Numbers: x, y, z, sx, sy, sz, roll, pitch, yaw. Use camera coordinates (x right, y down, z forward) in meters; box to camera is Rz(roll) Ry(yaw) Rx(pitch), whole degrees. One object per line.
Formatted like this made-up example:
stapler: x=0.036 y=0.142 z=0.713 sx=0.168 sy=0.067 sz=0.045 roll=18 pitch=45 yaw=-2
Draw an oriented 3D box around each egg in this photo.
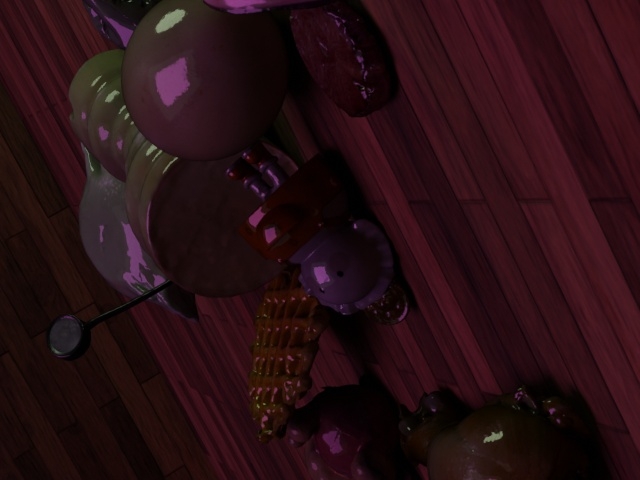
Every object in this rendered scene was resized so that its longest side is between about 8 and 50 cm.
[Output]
egg: x=-0.128 y=-0.192 z=1.559 sx=0.188 sy=0.188 sz=0.254 roll=57 pitch=155 yaw=10

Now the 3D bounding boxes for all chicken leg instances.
chicken leg: x=0.174 y=0.242 z=1.542 sx=0.429 sy=0.152 sz=0.201 roll=-170 pitch=64 yaw=-78

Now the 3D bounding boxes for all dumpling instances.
dumpling: x=-0.293 y=-0.039 z=2.248 sx=0.270 sy=0.211 sz=0.321 roll=-164 pitch=78 yaw=-78

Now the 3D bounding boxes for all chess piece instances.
chess piece: x=-0.204 y=-0.112 z=1.891 sx=0.442 sy=0.234 sz=0.234 roll=43 pitch=157 yaw=54

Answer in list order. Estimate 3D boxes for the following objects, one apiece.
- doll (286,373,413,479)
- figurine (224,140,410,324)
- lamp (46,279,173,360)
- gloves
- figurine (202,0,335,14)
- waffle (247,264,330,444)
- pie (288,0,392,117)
doll: x=0.044 y=0.316 z=1.988 sx=0.256 sy=0.152 sz=0.196 roll=81 pitch=167 yaw=-60
figurine: x=0.001 y=-0.006 z=1.639 sx=0.271 sy=0.143 sz=0.143 roll=38 pitch=168 yaw=-15
lamp: x=-0.236 y=0.079 z=2.097 sx=0.130 sy=0.371 sz=0.108 roll=50 pitch=-178 yaw=25
gloves: x=-0.241 y=-0.300 z=1.813 sx=0.285 sy=0.142 sz=0.119 roll=55 pitch=135 yaw=17
figurine: x=-0.089 y=-0.364 z=1.160 sx=0.284 sy=0.206 sz=0.316 roll=25 pitch=138 yaw=45
waffle: x=-0.046 y=0.130 z=1.898 sx=0.291 sy=0.051 sz=0.291 roll=-169 pitch=90 yaw=-74
pie: x=0.021 y=-0.190 z=1.395 sx=0.154 sy=0.036 sz=0.154 roll=52 pitch=161 yaw=25
